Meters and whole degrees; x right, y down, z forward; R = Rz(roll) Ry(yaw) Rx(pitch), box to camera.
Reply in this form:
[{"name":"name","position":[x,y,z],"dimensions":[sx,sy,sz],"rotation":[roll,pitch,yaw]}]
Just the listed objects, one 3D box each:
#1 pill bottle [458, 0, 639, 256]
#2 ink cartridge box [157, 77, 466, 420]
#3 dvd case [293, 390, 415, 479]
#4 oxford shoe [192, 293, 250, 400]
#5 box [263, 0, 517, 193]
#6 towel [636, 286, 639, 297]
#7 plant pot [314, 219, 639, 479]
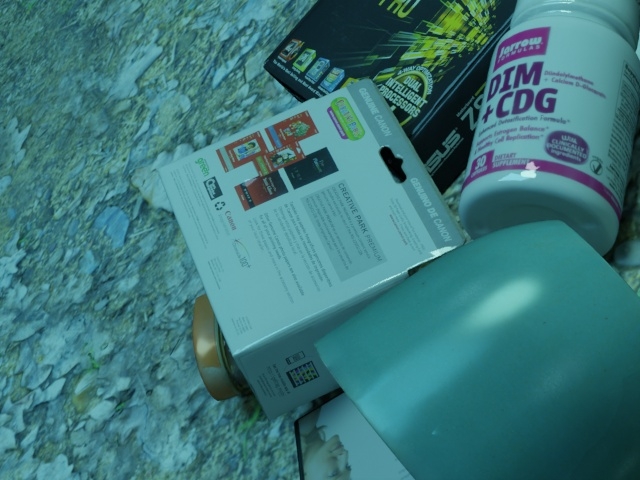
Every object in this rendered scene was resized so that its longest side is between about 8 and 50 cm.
[{"name":"pill bottle","position":[0.244,-0.128,1.680],"dimensions":[0.160,0.160,0.283],"rotation":[-16,48,42]},{"name":"ink cartridge box","position":[0.000,0.000,1.802],"dimensions":[0.272,0.130,0.309],"rotation":[-25,47,0]},{"name":"dvd case","position":[0.055,0.244,1.649],"dimensions":[0.180,0.022,0.253],"rotation":[-33,41,24]},{"name":"oxford shoe","position":[-0.070,0.034,1.973],"dimensions":[0.133,0.130,0.363],"rotation":[-15,46,14]},{"name":"box","position":[0.128,-0.253,2.023],"dimensions":[0.318,0.097,0.395],"rotation":[-47,33,1]},{"name":"towel","position":[0.332,0.071,1.516],"dimensions":[0.113,0.023,0.152],"rotation":[14,70,57]},{"name":"plant pot","position":[0.178,0.125,1.413],"dimensions":[0.235,0.293,0.293],"rotation":[-40,33,1]}]
